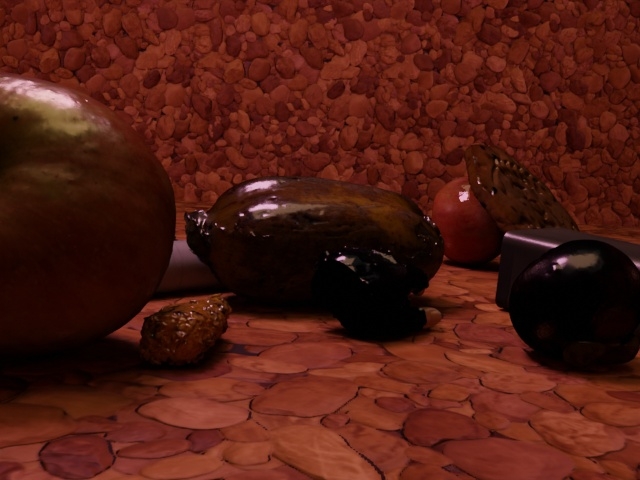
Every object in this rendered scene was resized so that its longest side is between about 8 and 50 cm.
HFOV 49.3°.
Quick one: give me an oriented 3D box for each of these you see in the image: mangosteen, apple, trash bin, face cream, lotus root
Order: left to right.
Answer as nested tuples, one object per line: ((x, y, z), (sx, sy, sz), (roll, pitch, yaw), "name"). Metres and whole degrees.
((-0.300, -0.014, 0.680), (0.309, 0.277, 0.250), (22, -22, 3), "apple")
((-0.229, 0.039, 1.022), (0.250, 0.077, 0.077), (-5, 11, -44), "face cream")
((0.000, 0.000, 1.016), (0.397, 0.179, 0.196), (2, 16, -18), "lotus root")
((0.329, -0.045, 1.519), (0.164, 0.209, 0.209), (10, 9, 29), "apple")
((0.291, 0.075, 0.779), (0.152, 0.152, 0.152), (3, 6, 0), "mangosteen")
((0.397, 0.060, 0.994), (0.164, 0.122, 0.240), (-2, 11, -36), "trash bin")

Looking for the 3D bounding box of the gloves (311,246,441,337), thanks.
((0.083, 0.058, 0.893), (0.129, 0.106, 0.180), (6, 10, 36), "gloves")

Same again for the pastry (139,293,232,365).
((-0.138, 0.089, 0.726), (0.080, 0.056, 0.140), (-8, 9, 0), "pastry")

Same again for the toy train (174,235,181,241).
((-0.338, 0.008, 1.381), (0.122, 0.050, 0.081), (-1, 3, -30), "toy train")

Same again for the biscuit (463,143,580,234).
((0.427, -0.062, 1.420), (0.359, 0.359, 0.046), (-5, -33, -51), "biscuit")
